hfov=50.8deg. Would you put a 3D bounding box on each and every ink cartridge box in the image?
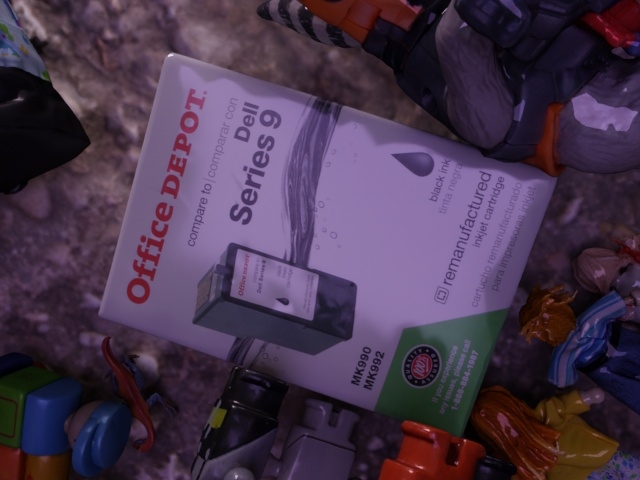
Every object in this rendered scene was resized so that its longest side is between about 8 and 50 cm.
[{"bbox_3d":[0.000,0.000,0.533,0.289,0.121,0.211,18,99,2],"label":"ink cartridge box"}]

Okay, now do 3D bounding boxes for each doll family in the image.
[{"bbox_3d":[0.213,0.116,0.529,0.163,0.118,0.263,30,100,1],"label":"doll family"}]

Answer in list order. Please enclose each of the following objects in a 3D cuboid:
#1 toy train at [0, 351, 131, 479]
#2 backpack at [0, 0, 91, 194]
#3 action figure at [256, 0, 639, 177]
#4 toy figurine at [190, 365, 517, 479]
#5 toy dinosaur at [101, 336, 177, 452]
[{"bbox_3d":[-0.249,0.235,0.587,0.143,0.105,0.248,12,99,16],"label":"toy train"},{"bbox_3d":[-0.387,-0.194,0.498,0.290,0.273,0.355,-21,78,1],"label":"backpack"},{"bbox_3d":[0.108,-0.162,0.469,0.330,0.341,0.178,42,134,22],"label":"action figure"},{"bbox_3d":[0.018,0.192,0.461,0.210,0.213,0.148,12,74,26],"label":"toy figurine"},{"bbox_3d":[-0.170,0.144,0.597,0.047,0.090,0.082,-34,49,-1],"label":"toy dinosaur"}]
